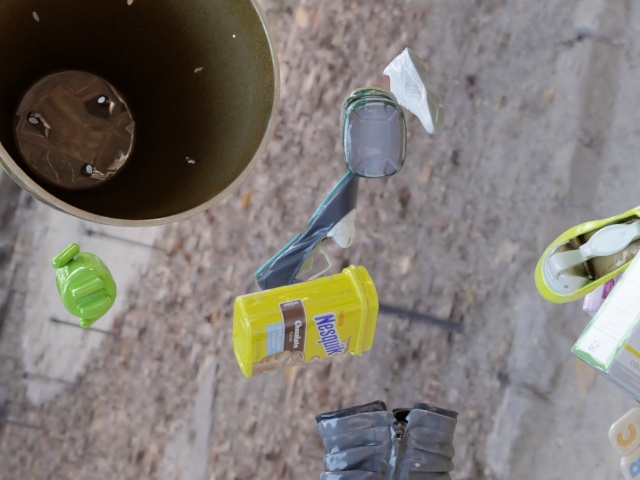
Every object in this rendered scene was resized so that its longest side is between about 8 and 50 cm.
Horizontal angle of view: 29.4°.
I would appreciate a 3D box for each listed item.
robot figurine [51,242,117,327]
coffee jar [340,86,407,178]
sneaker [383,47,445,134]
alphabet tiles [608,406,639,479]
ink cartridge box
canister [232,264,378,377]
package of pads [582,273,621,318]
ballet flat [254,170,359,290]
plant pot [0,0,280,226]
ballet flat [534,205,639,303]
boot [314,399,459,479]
[{"bbox_3d":[-0.286,0.054,1.483,0.101,0.067,0.115,67,170,-24],"label":"robot figurine"},{"bbox_3d":[0.064,-0.138,1.521,0.184,0.079,0.096,-88,-2,-77],"label":"coffee jar"},{"bbox_3d":[0.147,-0.223,1.897,0.061,0.054,0.152,-33,62,26],"label":"sneaker"},{"bbox_3d":[0.557,0.269,1.822,0.278,0.284,0.021,-34,25,-17],"label":"alphabet tiles"},{"bbox_3d":[0.338,0.052,1.130,0.209,0.109,0.062,-56,28,-1],"label":"ink cartridge box"},{"bbox_3d":[-0.021,0.105,1.546,0.126,0.170,0.073,96,155,-46],"label":"canister"},{"bbox_3d":[0.424,0.079,1.835,0.032,0.050,0.083,-2,60,39],"label":"package of pads"},{"bbox_3d":[0.000,0.000,1.614,0.203,0.074,0.074,-48,23,8],"label":"ballet flat"},{"bbox_3d":[-0.185,-0.115,1.032,0.254,0.237,0.237,163,120,-69],"label":"plant pot"},{"bbox_3d":[0.303,0.014,1.360,0.231,0.077,0.077,-32,74,49],"label":"ballet flat"},{"bbox_3d":[0.012,0.313,1.478,0.118,0.338,0.222,154,108,-75],"label":"boot"}]
